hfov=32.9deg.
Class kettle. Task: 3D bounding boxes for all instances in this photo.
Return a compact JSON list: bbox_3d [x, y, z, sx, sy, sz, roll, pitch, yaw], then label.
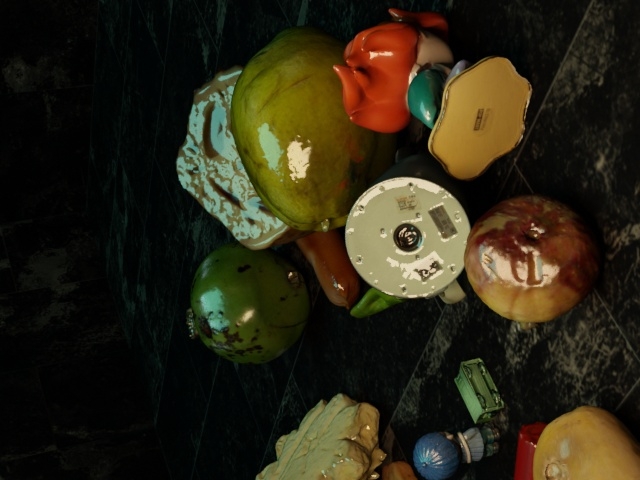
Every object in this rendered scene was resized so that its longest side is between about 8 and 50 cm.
[{"bbox_3d":[0.146,-0.015,1.465,0.211,0.160,0.243,58,-161,-8],"label":"kettle"}]

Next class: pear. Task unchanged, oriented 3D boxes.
[{"bbox_3d":[-0.009,-0.168,1.605,0.269,0.269,0.321,133,135,-63],"label":"pear"}]

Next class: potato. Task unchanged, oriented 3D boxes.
[{"bbox_3d":[0.326,0.302,1.245,0.150,0.146,0.234,-33,44,19],"label":"potato"}]

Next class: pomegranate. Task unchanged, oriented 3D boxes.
[{"bbox_3d":[-0.156,0.130,2.169,0.254,0.270,0.254,60,-166,-25],"label":"pomegranate"}]

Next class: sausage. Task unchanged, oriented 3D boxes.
[{"bbox_3d":[0.000,0.000,1.980,0.089,0.083,0.300,91,155,-50],"label":"sausage"}]

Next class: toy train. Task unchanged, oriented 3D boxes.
[{"bbox_3d":[0.229,0.220,1.575,0.056,0.038,0.093,106,146,-51],"label":"toy train"}]

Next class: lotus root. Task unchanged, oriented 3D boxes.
[{"bbox_3d":[-0.057,-0.159,1.875,0.316,0.250,0.316,17,113,46],"label":"lotus root"}]

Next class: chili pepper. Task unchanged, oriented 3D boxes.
[{"bbox_3d":[0.108,0.093,1.797,0.201,0.052,0.050,143,145,-67],"label":"chili pepper"}]

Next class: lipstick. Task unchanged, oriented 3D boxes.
[{"bbox_3d":[0.287,0.376,1.455,0.073,0.073,0.280,-137,43,-56],"label":"lipstick"}]

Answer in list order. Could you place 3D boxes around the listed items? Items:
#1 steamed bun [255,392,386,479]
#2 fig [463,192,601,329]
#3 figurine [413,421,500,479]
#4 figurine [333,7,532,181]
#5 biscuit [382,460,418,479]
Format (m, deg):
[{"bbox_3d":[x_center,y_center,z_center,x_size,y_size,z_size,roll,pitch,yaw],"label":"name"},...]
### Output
[{"bbox_3d":[0.018,0.417,1.962,0.137,0.295,0.292,44,-167,-16],"label":"steamed bun"},{"bbox_3d":[0.249,0.055,1.324,0.143,0.160,0.231,-62,-16,-50],"label":"fig"},{"bbox_3d":[0.197,0.305,1.554,0.079,0.136,0.077,-123,32,-60],"label":"figurine"},{"bbox_3d":[0.129,-0.212,1.431,0.257,0.208,0.181,44,171,47],"label":"figurine"},{"bbox_3d":[0.178,0.518,1.806,0.334,0.047,0.202,-136,42,-55],"label":"biscuit"}]
